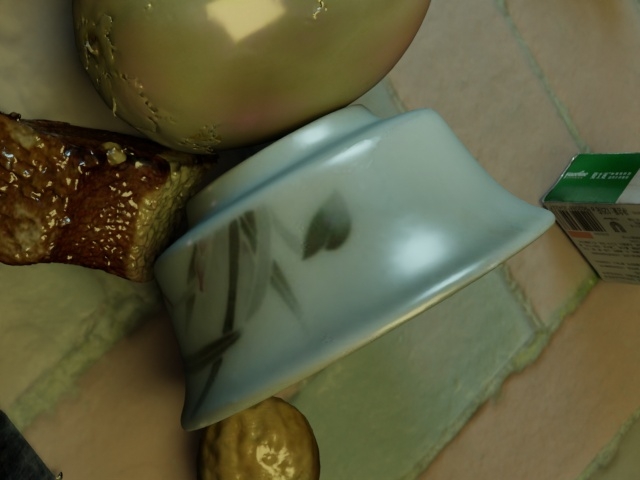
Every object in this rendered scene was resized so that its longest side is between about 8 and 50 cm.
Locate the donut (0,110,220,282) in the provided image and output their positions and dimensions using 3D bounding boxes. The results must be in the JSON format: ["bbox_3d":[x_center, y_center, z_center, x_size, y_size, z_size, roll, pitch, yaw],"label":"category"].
[{"bbox_3d":[-0.189,-0.038,0.922,0.186,0.144,0.126,1,105,-72],"label":"donut"}]

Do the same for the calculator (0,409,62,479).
[{"bbox_3d":[-0.273,0.268,0.875,0.161,0.021,0.262,61,33,-24],"label":"calculator"}]

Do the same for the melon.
[{"bbox_3d":[-0.051,-0.194,0.910,0.317,0.223,0.223,-30,110,-30],"label":"melon"}]

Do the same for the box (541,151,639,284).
[{"bbox_3d":[0.346,-0.020,1.165,0.135,0.199,0.081,47,72,-25],"label":"box"}]

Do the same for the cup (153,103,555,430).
[{"bbox_3d":[0.000,0.000,0.929,0.347,0.347,0.163,-30,90,-23],"label":"cup"}]

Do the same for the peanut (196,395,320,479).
[{"bbox_3d":[-0.057,0.248,1.025,0.110,0.120,0.236,-11,113,-32],"label":"peanut"}]
